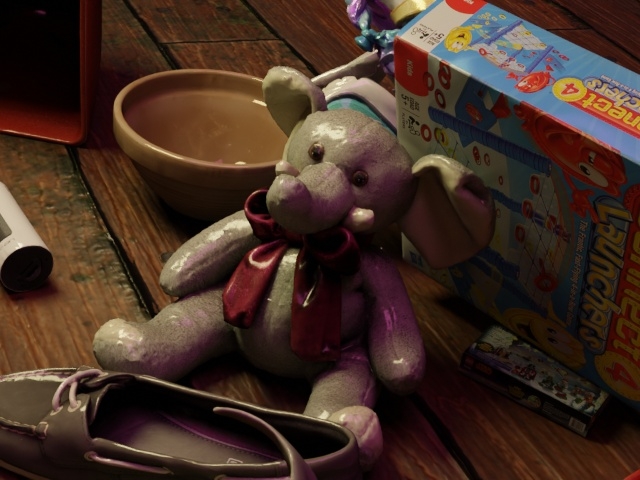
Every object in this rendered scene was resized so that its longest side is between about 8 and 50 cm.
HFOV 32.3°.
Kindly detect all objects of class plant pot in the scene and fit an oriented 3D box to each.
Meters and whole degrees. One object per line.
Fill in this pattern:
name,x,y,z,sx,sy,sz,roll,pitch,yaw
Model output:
plant pot,-0.118,-0.097,1.255,0.237,0.110,0.237,7,33,-4
plant pot,-0.383,-0.308,1.336,0.267,0.267,0.236,10,40,0

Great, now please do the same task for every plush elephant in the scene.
plush elephant,0.000,0.000,0.995,0.272,0.255,0.330,23,34,20

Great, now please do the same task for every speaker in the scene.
speaker,-0.316,-0.007,1.109,0.055,0.055,0.136,-12,38,-31

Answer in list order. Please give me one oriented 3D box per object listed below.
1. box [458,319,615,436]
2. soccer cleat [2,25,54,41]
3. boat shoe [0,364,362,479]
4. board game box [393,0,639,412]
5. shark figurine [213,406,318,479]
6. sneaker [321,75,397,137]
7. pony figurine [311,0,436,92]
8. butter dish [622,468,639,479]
box,0.215,0.126,1.070,0.137,0.027,0.094,26,34,24
soccer cleat,-0.430,-0.256,1.479,0.179,0.060,0.072,12,49,6
boat shoe,-0.126,0.148,0.877,0.335,0.095,0.112,15,34,8
board game box,0.210,-0.028,0.987,0.302,0.308,0.086,34,61,30
shark figurine,-0.050,0.224,0.691,0.166,0.278,0.116,25,40,-27
sneaker,0.093,-0.061,1.217,0.275,0.107,0.110,33,55,-19
pony figurine,0.127,-0.215,1.312,0.303,0.351,0.363,-41,76,-19
butter dish,0.352,0.199,0.909,0.160,0.118,0.160,-16,40,-35
